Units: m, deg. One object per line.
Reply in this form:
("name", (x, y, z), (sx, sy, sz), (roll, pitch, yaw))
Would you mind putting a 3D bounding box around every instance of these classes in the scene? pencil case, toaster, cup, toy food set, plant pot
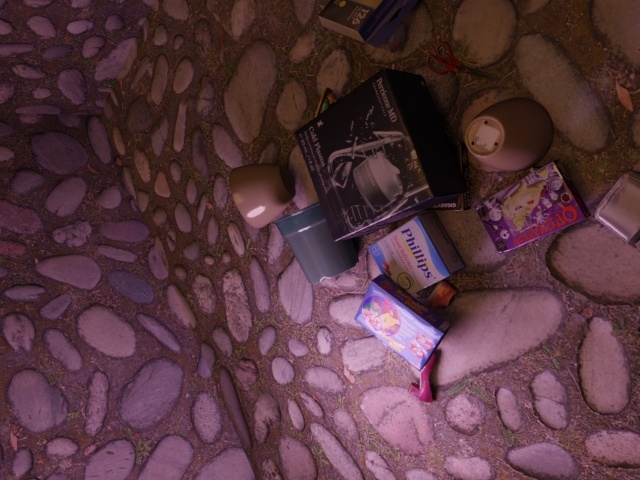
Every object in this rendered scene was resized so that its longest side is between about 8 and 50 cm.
("pencil case", (0.208, -0.845, 1.843), (0.273, 0.124, 0.113), (35, 117, 29))
("toaster", (0.938, -0.109, 1.372), (0.146, 0.129, 0.227), (43, 126, 29))
("cup", (-0.266, -0.255, 2.309), (0.237, 0.331, 0.331), (-21, 85, 18))
("toy food set", (0.023, -0.578, 2.094), (0.071, 0.128, 0.218), (23, 117, 3))
("plant pot", (0.000, 0.000, 2.114), (0.341, 0.341, 0.334), (-21, 93, 42))
("plant pot", (0.594, -0.346, 1.520), (0.256, 0.274, 0.256), (11, 107, 39))

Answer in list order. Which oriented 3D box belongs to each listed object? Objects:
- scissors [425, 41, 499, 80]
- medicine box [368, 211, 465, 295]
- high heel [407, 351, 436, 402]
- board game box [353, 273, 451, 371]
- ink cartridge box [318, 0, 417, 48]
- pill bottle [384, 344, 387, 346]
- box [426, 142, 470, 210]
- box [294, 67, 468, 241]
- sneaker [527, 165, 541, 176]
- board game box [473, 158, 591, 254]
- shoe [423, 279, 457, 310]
("scissors", (0.515, -0.625, 1.698), (0.297, 0.021, 0.109), (46, 124, 23))
("medicine box", (0.389, 0.066, 1.885), (0.289, 0.149, 0.263), (-37, 76, 41))
("high heel", (0.478, 0.594, 2.000), (0.117, 0.082, 0.244), (23, 105, 5))
("board game box", (0.323, 0.331, 1.871), (0.347, 0.078, 0.233), (37, 129, 23))
("ink cartridge box", (0.193, -0.919, 1.776), (0.307, 0.072, 0.303), (37, 87, 32))
("pill bottle", (0.377, 0.423, 2.002), (0.215, 0.117, 0.117), (-8, 95, 42))
("box", (0.424, -0.244, 1.829), (0.322, 0.079, 0.257), (3, 100, 41))
("box", (0.219, -0.305, 1.754), (0.472, 0.297, 0.479), (-25, 83, 40))
("sneaker", (0.772, -0.165, 1.554), (0.190, 0.071, 0.083), (50, 137, 29))
("board game box", (0.707, -0.104, 1.577), (0.208, 0.056, 0.347), (61, 146, 7))
("shoe", (0.489, 0.254, 1.897), (0.081, 0.063, 0.178), (44, 121, 32))
